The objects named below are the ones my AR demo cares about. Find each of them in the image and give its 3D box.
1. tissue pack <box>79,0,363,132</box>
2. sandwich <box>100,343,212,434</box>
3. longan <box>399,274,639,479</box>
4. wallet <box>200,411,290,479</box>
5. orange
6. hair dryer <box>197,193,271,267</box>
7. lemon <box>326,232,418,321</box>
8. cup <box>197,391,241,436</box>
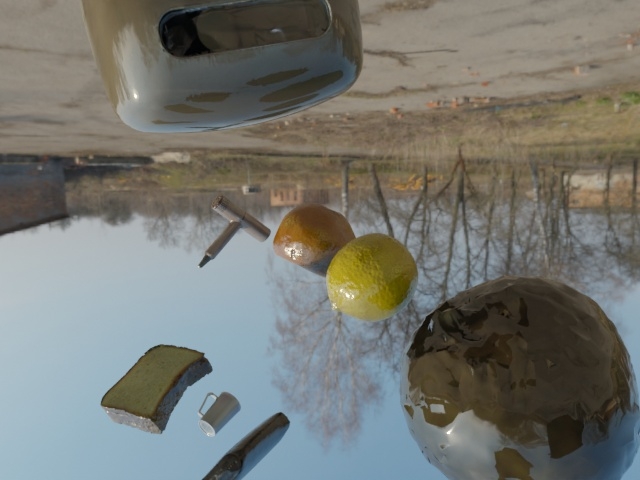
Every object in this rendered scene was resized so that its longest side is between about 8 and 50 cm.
[{"bbox_3d":[-0.130,-0.303,0.736,0.387,0.267,0.277,-14,-164,-15],"label":"tissue pack"},{"bbox_3d":[-0.391,0.347,1.203,0.186,0.065,0.214,1,-147,25],"label":"sandwich"},{"bbox_3d":[0.330,0.247,0.860,0.392,0.390,0.391,-2,-173,0],"label":"longan"},{"bbox_3d":[-0.130,0.347,0.771,0.044,0.149,0.250,44,-177,12],"label":"wallet"},{"bbox_3d":[0.000,0.000,1.397,0.249,0.183,0.249,25,176,2],"label":"orange"},{"bbox_3d":[-0.266,0.007,1.482,0.195,0.220,0.054,36,154,-30],"label":"hair dryer"},{"bbox_3d":[0.104,0.080,1.039,0.203,0.178,0.178,-39,-164,-10],"label":"lemon"},{"bbox_3d":[-0.301,0.489,1.446,0.104,0.074,0.116,36,-137,11],"label":"cup"}]
